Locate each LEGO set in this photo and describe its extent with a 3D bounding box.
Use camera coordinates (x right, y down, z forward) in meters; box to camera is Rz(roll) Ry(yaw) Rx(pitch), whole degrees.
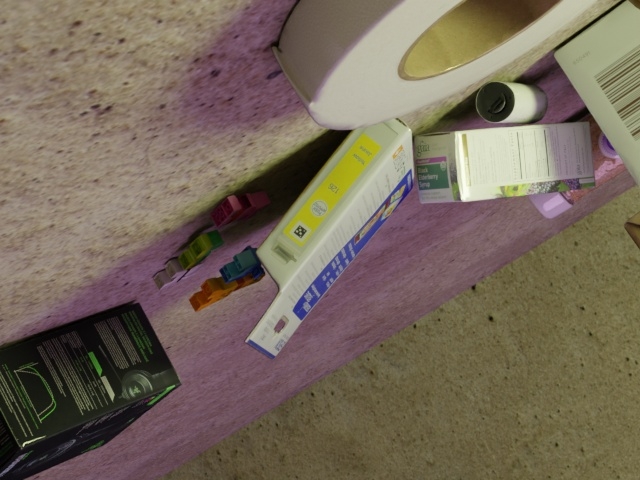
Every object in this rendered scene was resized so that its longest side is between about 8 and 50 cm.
[{"bbox_3d":[-0.110,0.022,1.705,0.093,0.087,0.227,-20,167,-38],"label":"LEGO set"}]

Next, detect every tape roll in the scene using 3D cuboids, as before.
[{"bbox_3d":[0.143,-0.233,1.252,0.392,0.072,0.392,-29,169,-6],"label":"tape roll"}]

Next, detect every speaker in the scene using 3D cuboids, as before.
[{"bbox_3d":[0.253,-0.181,1.803,0.055,0.055,0.136,-35,168,26],"label":"speaker"}]

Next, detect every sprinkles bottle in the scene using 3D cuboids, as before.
[{"bbox_3d":[0.494,-0.177,2.264,0.355,0.121,0.121,-34,168,18],"label":"sprinkles bottle"}]

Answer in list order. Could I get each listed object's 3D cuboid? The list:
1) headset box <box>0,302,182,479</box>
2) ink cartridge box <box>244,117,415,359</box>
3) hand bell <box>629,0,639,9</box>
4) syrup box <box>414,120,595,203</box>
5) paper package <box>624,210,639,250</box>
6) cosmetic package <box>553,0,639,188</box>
[{"bbox_3d":[-0.360,0.218,1.825,0.283,0.131,0.246,-19,166,-45],"label":"headset box"},{"bbox_3d":[0.000,0.000,1.687,0.307,0.072,0.303,-49,171,-4],"label":"ink cartridge box"},{"bbox_3d":[0.425,-0.340,1.489,0.242,0.126,0.126,-38,177,-43],"label":"hand bell"},{"bbox_3d":[0.247,-0.105,1.829,0.237,0.096,0.093,-8,-177,-32],"label":"syrup box"},{"bbox_3d":[0.608,-0.041,1.855,0.309,0.168,0.325,-38,166,23],"label":"paper package"},{"bbox_3d":[0.513,-0.204,1.911,0.161,0.230,0.453,-36,168,25],"label":"cosmetic package"}]
